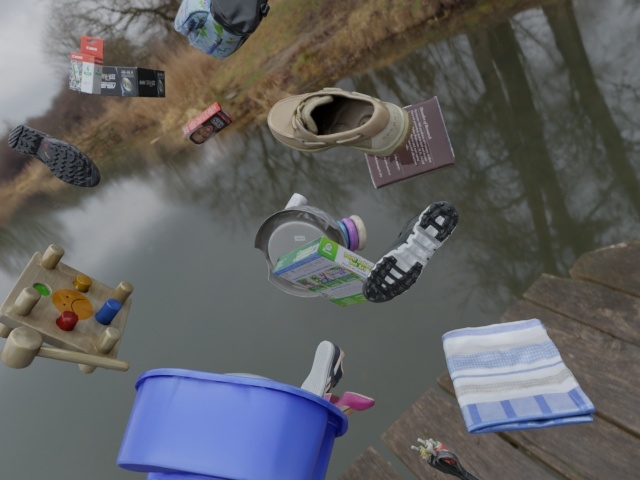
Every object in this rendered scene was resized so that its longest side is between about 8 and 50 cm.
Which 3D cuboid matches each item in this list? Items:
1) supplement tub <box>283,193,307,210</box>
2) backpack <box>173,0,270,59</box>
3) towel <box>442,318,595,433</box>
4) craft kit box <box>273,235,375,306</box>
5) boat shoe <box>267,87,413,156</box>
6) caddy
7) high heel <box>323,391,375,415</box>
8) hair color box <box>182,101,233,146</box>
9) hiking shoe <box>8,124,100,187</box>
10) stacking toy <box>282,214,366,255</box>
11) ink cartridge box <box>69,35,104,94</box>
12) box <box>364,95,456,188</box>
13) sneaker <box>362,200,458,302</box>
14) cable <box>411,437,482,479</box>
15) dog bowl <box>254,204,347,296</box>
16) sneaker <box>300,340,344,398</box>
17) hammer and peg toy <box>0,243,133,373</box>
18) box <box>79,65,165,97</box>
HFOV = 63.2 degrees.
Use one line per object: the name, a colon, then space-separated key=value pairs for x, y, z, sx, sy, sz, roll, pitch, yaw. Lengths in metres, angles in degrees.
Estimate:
supplement tub: x=-0.107 y=-0.132 z=2.148 sx=0.071 sy=0.071 sz=0.107 roll=4 pitch=58 yaw=52
backpack: x=-0.288 y=-0.689 z=1.535 sx=0.355 sy=0.273 sz=0.290 roll=165 pitch=119 yaw=-77
towel: x=0.342 y=0.235 z=0.948 sx=0.209 sy=0.034 sz=0.285 roll=-10 pitch=21 yaw=8
craft kit box: x=0.036 y=0.092 z=1.381 sx=0.250 sy=0.246 sz=0.061 roll=-25 pitch=40 yaw=56
boat shoe: x=0.006 y=-0.231 z=0.958 sx=0.341 sy=0.110 sz=0.122 roll=13 pitch=88 yaw=43
caddy: x=-0.131 y=0.288 z=0.794 sx=0.341 sy=0.241 sz=0.179 roll=4 pitch=53 yaw=11
high heel: x=0.067 y=0.503 z=1.503 sx=0.244 sy=0.082 sz=0.117 roll=-19 pitch=49 yaw=50
hair color box: x=-0.353 y=-0.363 z=1.630 sx=0.141 sy=0.072 sz=0.043 roll=-33 pitch=57 yaw=13
hiking shoe: x=-0.608 y=-0.200 z=1.234 sx=0.086 sy=0.226 sz=0.114 roll=-58 pitch=-1 yaw=7
stacking toy: x=0.000 y=0.000 z=1.948 sx=0.330 sy=0.141 sz=0.141 roll=-11 pitch=20 yaw=-16
ink cartridge box: x=-0.497 y=-0.374 z=1.105 sx=0.062 sy=0.115 sz=0.029 roll=15 pitch=15 yaw=16
box: x=0.218 y=-0.236 z=1.305 sx=0.203 sy=0.167 sz=0.168 roll=-17 pitch=1 yaw=15
sneaker: x=0.168 y=0.024 z=0.993 sx=0.234 sy=0.078 sz=0.106 roll=-50 pitch=0 yaw=5
cable: x=0.431 y=0.702 z=1.629 sx=0.139 sy=0.287 sz=0.072 roll=-47 pitch=16 yaw=50
dog bowl: x=-0.061 y=0.031 z=1.885 sx=0.348 sy=0.349 sz=0.102 roll=-21 pitch=18 yaw=24
sneaker: x=0.015 y=0.599 z=2.217 sx=0.126 sy=0.127 sz=0.321 roll=12 pitch=76 yaw=50
hammer and peg toy: x=-0.552 y=0.183 z=1.137 sx=0.127 sy=0.266 sz=0.361 roll=-48 pitch=27 yaw=16
box: x=-0.549 y=-0.440 z=1.445 sx=0.180 sy=0.078 sz=0.147 roll=6 pitch=16 yaw=11
